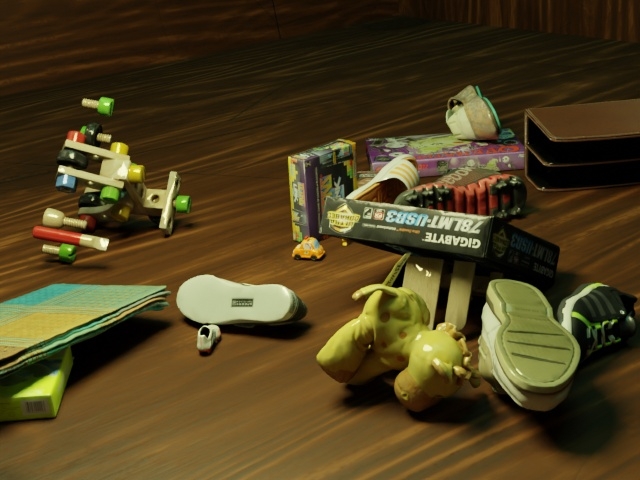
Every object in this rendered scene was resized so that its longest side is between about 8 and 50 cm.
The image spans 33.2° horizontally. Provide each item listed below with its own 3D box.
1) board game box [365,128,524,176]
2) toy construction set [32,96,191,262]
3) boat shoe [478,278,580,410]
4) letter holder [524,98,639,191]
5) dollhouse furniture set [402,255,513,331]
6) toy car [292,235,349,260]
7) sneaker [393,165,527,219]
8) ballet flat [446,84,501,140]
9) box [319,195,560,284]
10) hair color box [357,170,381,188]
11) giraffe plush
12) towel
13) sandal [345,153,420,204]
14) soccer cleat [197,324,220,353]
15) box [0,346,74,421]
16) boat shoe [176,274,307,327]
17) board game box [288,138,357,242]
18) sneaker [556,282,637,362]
[{"bbox_3d":[0.282,-0.198,2.451,0.346,0.056,0.208,-4,25,-1],"label":"board game box"},{"bbox_3d":[-0.382,-0.076,2.061,0.237,0.257,0.309,11,43,5],"label":"toy construction set"},{"bbox_3d":[0.270,0.156,1.427,0.113,0.103,0.302,10,20,1],"label":"boat shoe"},{"bbox_3d":[0.593,-0.184,2.205,0.301,0.152,0.214,-6,23,-4],"label":"letter holder"},{"bbox_3d":[0.216,0.107,1.675,0.144,0.123,0.151,6,-12,23],"label":"dollhouse furniture set"},{"bbox_3d":[0.000,0.000,1.982,0.060,0.040,0.122,11,26,35],"label":"toy car"},{"bbox_3d":[0.253,-0.081,2.069,0.276,0.098,0.135,-10,22,-21],"label":"sneaker"},{"bbox_3d":[0.347,-0.283,2.491,0.106,0.107,0.316,-22,14,8],"label":"ballet flat"},{"bbox_3d":[0.197,-0.001,1.734,0.293,0.073,0.295,8,-5,33],"label":"box"},{"bbox_3d":[0.103,-0.106,2.240,0.072,0.043,0.141,-1,22,7],"label":"hair color box"},{"bbox_3d":[0.125,0.149,1.424,0.181,0.210,0.170,-20,54,-43],"label":"giraffe plush"},{"bbox_3d":[-0.443,0.132,1.628,0.271,0.040,0.370,0,13,32],"label":"towel"},{"bbox_3d":[0.136,-0.079,2.101,0.076,0.102,0.265,13,35,35],"label":"sandal"},{"bbox_3d":[-0.172,0.143,1.642,0.029,0.036,0.083,-1,21,9],"label":"soccer cleat"},{"bbox_3d":[-0.420,0.197,1.539,0.109,0.042,0.178,-5,21,-2],"label":"box"},{"bbox_3d":[-0.126,0.104,1.702,0.219,0.078,0.070,5,-13,29],"label":"boat shoe"},{"bbox_3d":[0.008,-0.093,2.045,0.048,0.170,0.141,17,30,41],"label":"board game box"},{"bbox_3d":[0.400,0.115,1.536,0.097,0.084,0.234,8,24,26],"label":"sneaker"}]
